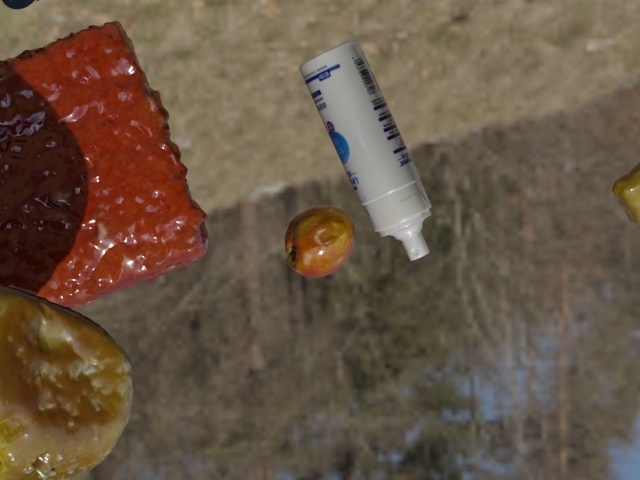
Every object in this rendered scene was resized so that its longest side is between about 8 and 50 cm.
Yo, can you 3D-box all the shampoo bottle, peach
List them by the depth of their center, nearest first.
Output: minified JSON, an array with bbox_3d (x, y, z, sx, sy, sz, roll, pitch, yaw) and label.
[{"bbox_3d":[0.072,-0.116,2.101,0.092,0.303,0.092,-24,-177,1],"label":"shampoo bottle"},{"bbox_3d":[0.001,0.001,2.132,0.101,0.100,0.101,-2,-173,0],"label":"peach"}]

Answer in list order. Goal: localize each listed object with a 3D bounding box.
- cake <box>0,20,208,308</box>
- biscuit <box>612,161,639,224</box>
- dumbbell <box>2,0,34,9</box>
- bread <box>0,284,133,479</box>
[{"bbox_3d":[-0.287,-0.057,1.702,0.270,0.269,0.319,-21,180,-7],"label":"cake"},{"bbox_3d":[0.469,-0.072,1.998,0.183,0.174,0.039,-34,-132,-2],"label":"biscuit"},{"bbox_3d":[-0.450,-0.377,2.247,0.069,0.069,0.147,-9,-146,-46],"label":"dumbbell"},{"bbox_3d":[-0.296,0.140,1.320,0.195,0.176,0.246,24,160,-38],"label":"bread"}]
